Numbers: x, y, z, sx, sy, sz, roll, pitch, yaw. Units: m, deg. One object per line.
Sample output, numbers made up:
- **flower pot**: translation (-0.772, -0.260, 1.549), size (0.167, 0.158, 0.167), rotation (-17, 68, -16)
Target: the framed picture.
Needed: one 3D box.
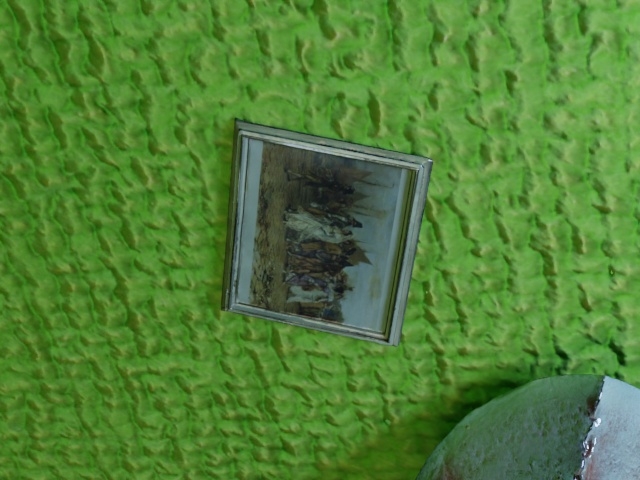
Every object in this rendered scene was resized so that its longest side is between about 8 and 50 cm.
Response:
- **framed picture**: translation (0.000, 0.000, 1.675), size (0.217, 0.017, 0.274), rotation (10, 130, 6)

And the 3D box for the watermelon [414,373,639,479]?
- **watermelon**: translation (0.274, 0.306, 1.727), size (0.319, 0.214, 0.289), rotation (-30, 119, 22)
